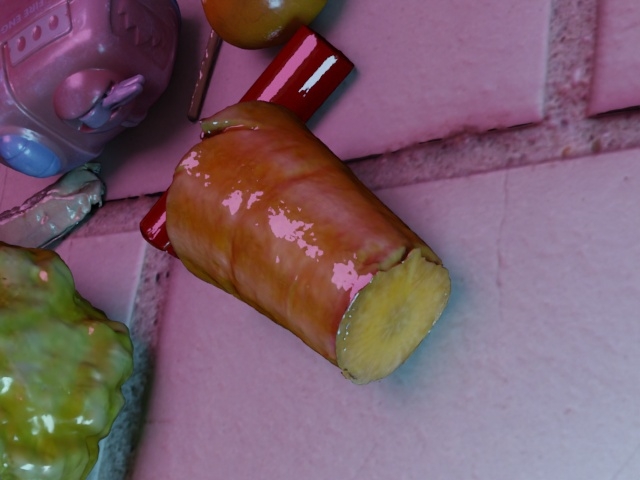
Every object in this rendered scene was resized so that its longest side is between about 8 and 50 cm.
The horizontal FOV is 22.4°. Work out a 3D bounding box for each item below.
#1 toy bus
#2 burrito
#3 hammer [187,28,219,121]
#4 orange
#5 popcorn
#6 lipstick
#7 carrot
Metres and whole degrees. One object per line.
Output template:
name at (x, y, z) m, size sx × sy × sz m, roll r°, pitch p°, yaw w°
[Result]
toy bus at (-0.294, -0.192, 1.832) m, size 0.294 × 0.197 × 0.232 m, roll -30°, pitch 46°, yaw 25°
burrito at (-0.345, -0.014, 1.896) m, size 0.229 × 0.063 × 0.058 m, roll -33°, pitch 9°, yaw 15°
hammer at (-0.130, -0.225, 1.838) m, size 0.060 × 0.028 × 0.195 m, roll -2°, pitch 67°, yaw 47°
orange at (-0.057, -0.278, 1.731) m, size 0.156 × 0.124 × 0.156 m, roll -40°, pitch 39°, yaw 42°
popcorn at (-0.358, 0.136, 1.646) m, size 0.293 × 0.292 × 0.334 m, roll -39°, pitch 57°, yaw 4°
lipstick at (-0.080, -0.099, 1.689) m, size 0.279 × 0.073 × 0.073 m, roll -49°, pitch 44°, yaw 10°
carrot at (0.000, 0.000, 1.491) m, size 0.254 × 0.196 × 0.196 m, roll 32°, pitch 90°, yaw 40°
